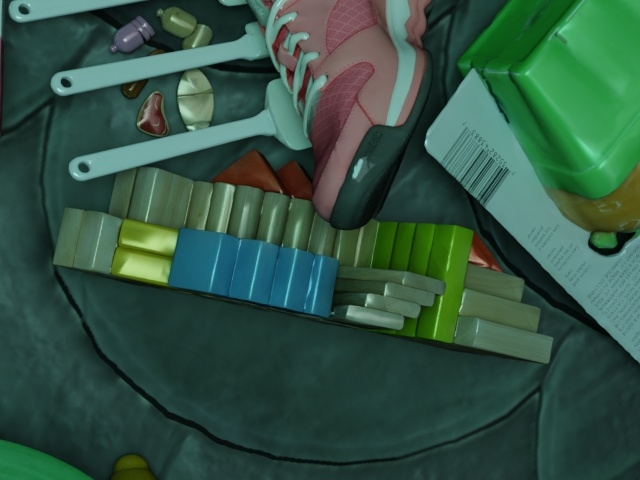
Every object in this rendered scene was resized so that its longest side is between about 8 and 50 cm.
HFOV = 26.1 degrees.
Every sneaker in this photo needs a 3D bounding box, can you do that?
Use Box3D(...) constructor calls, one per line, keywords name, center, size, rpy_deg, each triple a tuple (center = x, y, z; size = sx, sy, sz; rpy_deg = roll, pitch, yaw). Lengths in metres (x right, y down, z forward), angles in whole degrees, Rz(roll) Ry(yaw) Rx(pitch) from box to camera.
Box3D(name="sneaker", center=(0.005, -0.137, 0.975), size=(0.136, 0.116, 0.314), rpy_deg=(13, 51, -6))

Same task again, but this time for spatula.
Box3D(name="spatula", center=(-0.088, -0.129, 0.991), size=(0.242, 0.019, 0.168), rpy_deg=(-17, 82, -29))

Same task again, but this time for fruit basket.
Box3D(name="fruit basket", center=(0.284, -0.090, 1.082), size=(0.353, 0.165, 0.327), rpy_deg=(42, 85, -30))

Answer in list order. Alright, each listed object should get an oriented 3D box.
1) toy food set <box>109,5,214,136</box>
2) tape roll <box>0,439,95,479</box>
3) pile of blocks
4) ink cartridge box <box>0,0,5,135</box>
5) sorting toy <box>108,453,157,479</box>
Box3D(name="toy food set", center=(-0.119, -0.130, 1.028), size=(0.077, 0.019, 0.122), rpy_deg=(0, 93, -14))
Box3D(name="tape roll", center=(-0.235, 0.265, 0.799), size=(0.321, 0.077, 0.321), rpy_deg=(6, 49, -7))
Box3D(name="pile of blocks", center=(0.000, 0.000, 0.989), size=(0.362, 0.149, 0.113), rpy_deg=(12, 84, -14))
Box3D(name="ink cartridge box", center=(-0.316, -0.213, 0.927), size=(0.207, 0.117, 0.283), rpy_deg=(2, 89, -14))
Box3D(name="sorting toy", center=(-0.252, 0.217, 0.961), size=(0.365, 0.127, 0.126), rpy_deg=(-2, 60, -12))
